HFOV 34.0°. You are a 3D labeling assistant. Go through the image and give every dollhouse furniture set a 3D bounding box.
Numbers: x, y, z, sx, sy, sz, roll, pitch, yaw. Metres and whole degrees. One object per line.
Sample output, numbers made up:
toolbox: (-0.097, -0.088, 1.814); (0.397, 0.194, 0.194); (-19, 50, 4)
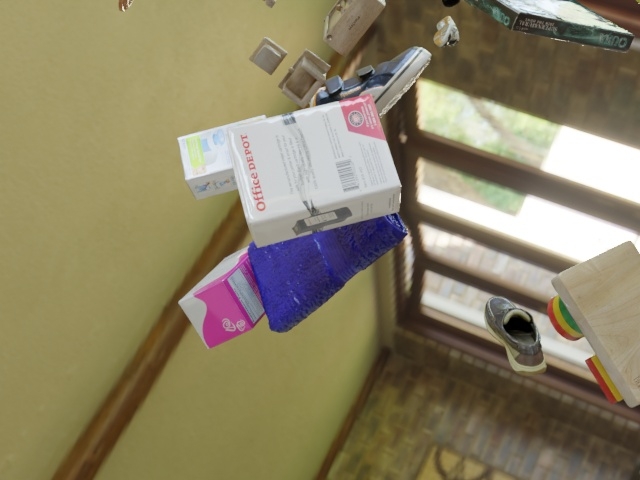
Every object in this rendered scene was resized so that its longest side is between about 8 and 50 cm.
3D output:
dollhouse furniture set: (-0.079, -0.444, 1.671); (0.303, 0.355, 0.174); (-51, 13, 20)

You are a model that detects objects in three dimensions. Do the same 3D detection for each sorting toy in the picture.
sorting toy: (0.534, 0.155, 1.883); (0.257, 0.255, 0.089); (-19, -16, -43)

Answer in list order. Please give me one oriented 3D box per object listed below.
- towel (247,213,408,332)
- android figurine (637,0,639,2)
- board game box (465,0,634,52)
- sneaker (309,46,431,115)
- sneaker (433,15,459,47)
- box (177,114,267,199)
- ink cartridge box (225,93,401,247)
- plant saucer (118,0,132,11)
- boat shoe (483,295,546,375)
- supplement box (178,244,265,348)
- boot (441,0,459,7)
towel: (0.000, 0.000, 1.873); (0.308, 0.228, 0.076); (-41, -52, 18)
android figurine: (0.627, -0.596, 2.118); (0.056, 0.273, 0.248); (-28, 8, 6)
board game box: (0.276, -0.276, 1.282); (0.186, 0.126, 0.026); (4, -60, -29)
sneaker: (0.058, -0.258, 1.920); (0.321, 0.127, 0.126); (-46, -3, -1)
sneaker: (0.190, -0.300, 1.535); (0.032, 0.037, 0.083); (-30, 22, 30)
box: (-0.196, -0.182, 2.294); (0.103, 0.203, 0.114); (72, -176, -67)
ink cartridge box: (-0.012, -0.108, 1.621); (0.100, 0.237, 0.172); (85, 170, -67)
plant saucer: (-0.310, -0.412, 1.701); (0.083, 0.013, 0.083); (-163, 90, -87)
boat shoe: (0.243, 0.107, 1.293); (0.152, 0.056, 0.049); (-115, 20, -59)
supplement box: (-0.159, 0.098, 2.002); (0.114, 0.111, 0.220); (60, -153, -8)
boot: (0.150, -0.330, 1.075); (0.198, 0.076, 0.137); (179, 73, -82)
